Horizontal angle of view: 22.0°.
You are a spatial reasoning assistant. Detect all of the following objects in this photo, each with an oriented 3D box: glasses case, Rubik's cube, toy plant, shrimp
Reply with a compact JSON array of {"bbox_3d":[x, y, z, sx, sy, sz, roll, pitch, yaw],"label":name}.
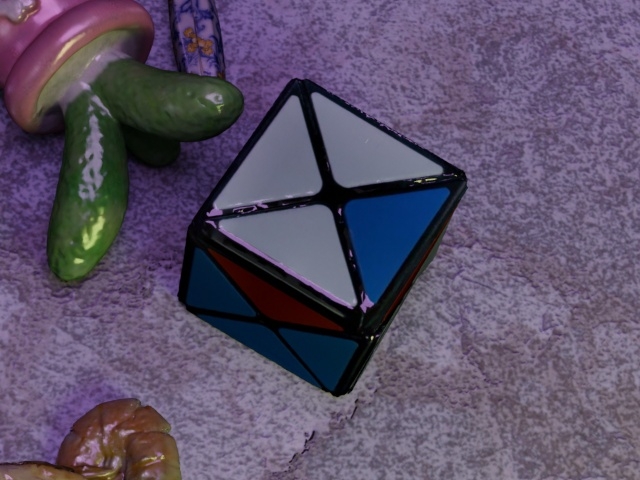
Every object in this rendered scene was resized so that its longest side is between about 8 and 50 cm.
[{"bbox_3d":[-0.160,-0.266,2.126,0.065,0.087,0.248,-9,66,-1],"label":"glasses case"},{"bbox_3d":[0.000,0.000,1.935,0.246,0.248,0.250,31,64,5],"label":"Rubik's cube"},{"bbox_3d":[-0.296,-0.177,2.007,0.317,0.210,0.356,-43,80,9],"label":"toy plant"},{"bbox_3d":[-0.218,0.305,1.851,0.145,0.061,0.267,-14,70,-7],"label":"shrimp"}]

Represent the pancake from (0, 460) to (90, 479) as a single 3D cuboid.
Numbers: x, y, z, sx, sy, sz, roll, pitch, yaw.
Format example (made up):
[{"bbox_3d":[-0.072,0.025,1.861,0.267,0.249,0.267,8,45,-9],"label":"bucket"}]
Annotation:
[{"bbox_3d":[-0.326,0.389,1.653,0.382,0.382,0.071,-16,28,-17],"label":"pancake"}]
